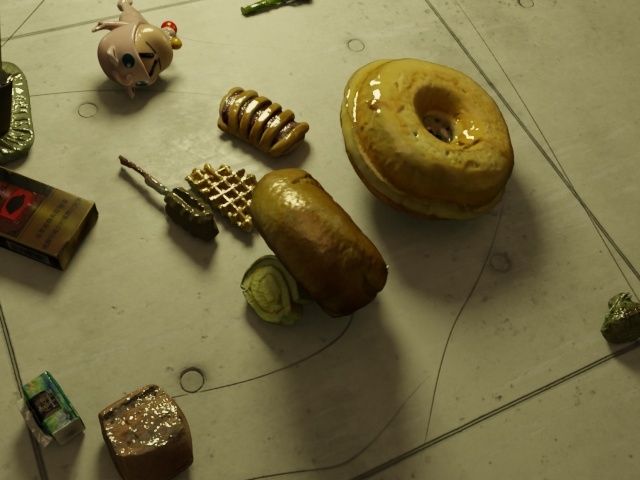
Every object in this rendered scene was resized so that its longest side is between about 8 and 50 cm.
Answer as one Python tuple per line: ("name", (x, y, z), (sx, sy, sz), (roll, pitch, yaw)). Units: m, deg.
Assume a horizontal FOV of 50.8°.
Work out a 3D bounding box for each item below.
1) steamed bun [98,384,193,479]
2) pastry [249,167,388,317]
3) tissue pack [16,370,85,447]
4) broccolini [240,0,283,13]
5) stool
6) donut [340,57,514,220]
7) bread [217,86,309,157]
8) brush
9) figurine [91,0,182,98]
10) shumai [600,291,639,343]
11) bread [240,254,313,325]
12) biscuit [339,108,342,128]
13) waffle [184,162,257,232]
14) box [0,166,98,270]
("steamed bun", (-0.308, 0.348, 1.203), (0.145, 0.106, 0.175), (-28, 64, -22))
("pastry", (0.000, 0.000, 1.337), (0.164, 0.356, 0.356), (-37, 67, 6))
("tissue pack", (-0.489, 0.309, 1.212), (0.079, 0.085, 0.111), (-34, 70, -24))
("broccolini", (-0.120, -0.679, 1.885), (0.216, 0.067, 0.058), (-26, 27, -22))
("stool", (-0.815, -0.333, 1.475), (0.310, 0.226, 0.310), (-14, 60, -17))
("donut", (0.246, -0.239, 1.551), (0.449, 0.198, 0.448), (11, 61, -21))
("bread", (-0.144, -0.290, 1.631), (0.225, 0.081, 0.134), (30, 61, 9))
("brush", (-0.342, -0.108, 1.497), (0.301, 0.084, 0.071), (36, 62, 20))
("figurine", (-0.445, -0.498, 1.668), (0.186, 0.176, 0.287), (-11, 43, 14))
("shumai", (0.661, 0.163, 1.475), (0.124, 0.099, 0.087), (-7, 44, -15))
("bread", (-0.091, 0.105, 1.390), (0.117, 0.064, 0.156), (-37, 70, 10))
("biscuit", (0.099, -0.280, 1.669), (0.118, 0.061, 0.183), (-2, 56, -30))
("waffle", (-0.219, -0.102, 1.526), (0.192, 0.046, 0.160), (12, 57, 0))
("box", (-0.616, -0.052, 1.424), (0.240, 0.071, 0.159), (22, 60, 4))
